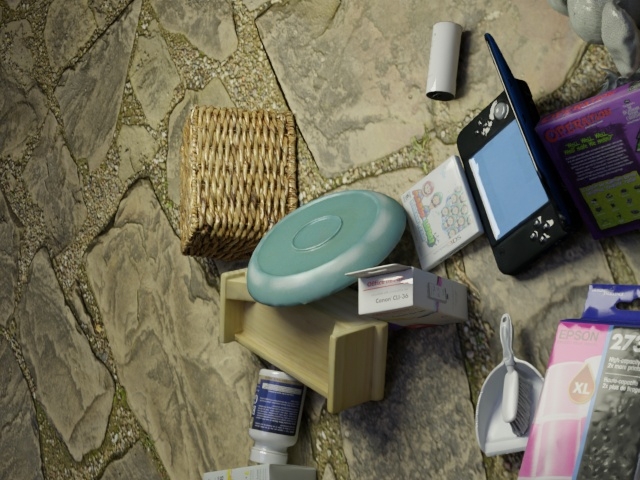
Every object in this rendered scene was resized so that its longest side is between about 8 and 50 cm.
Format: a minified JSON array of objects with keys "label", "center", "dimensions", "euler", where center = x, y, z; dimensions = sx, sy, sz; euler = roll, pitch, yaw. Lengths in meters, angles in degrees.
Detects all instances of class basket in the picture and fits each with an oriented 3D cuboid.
[{"label":"basket","center":[-0.178,-0.110,2.049],"dimensions":[0.213,0.223,0.299],"euler":[126,143,-64]}]

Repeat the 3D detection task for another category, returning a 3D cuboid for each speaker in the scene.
[{"label":"speaker","center":[0.223,-0.323,1.767],"dimensions":[0.055,0.055,0.136],"euler":[-3,74,43]}]

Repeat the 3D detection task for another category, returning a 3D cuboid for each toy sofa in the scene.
[{"label":"toy sofa","center":[-0.019,0.163,1.791],"dimensions":[0.362,0.177,0.150],"euler":[24,118,46]}]

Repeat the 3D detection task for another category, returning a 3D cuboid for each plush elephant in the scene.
[{"label":"plush elephant","center":[0.465,-0.353,1.409],"dimensions":[0.330,0.255,0.272],"euler":[-53,48,17]}]

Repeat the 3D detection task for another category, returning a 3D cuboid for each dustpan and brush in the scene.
[{"label":"dustpan and brush","center":[0.300,0.217,1.516],"dimensions":[0.147,0.060,0.211],"euler":[-22,47,39]}]

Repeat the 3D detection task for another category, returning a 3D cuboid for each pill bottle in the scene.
[{"label":"pill bottle","center":[-0.082,0.329,1.816],"dimensions":[0.094,0.094,0.169],"euler":[2,78,43]}]

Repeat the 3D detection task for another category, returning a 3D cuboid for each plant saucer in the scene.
[{"label":"plant saucer","center":[0.000,0.000,1.751],"dimensions":[0.318,0.043,0.317],"euler":[-23,28,13]}]

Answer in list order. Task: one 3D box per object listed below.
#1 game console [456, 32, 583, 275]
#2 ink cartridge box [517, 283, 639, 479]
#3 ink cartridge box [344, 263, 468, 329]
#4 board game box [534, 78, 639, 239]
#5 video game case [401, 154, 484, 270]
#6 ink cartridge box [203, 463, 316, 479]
[{"label":"game console","center":[0.280,-0.128,1.535],"dimensions":[0.250,0.173,0.293],"euler":[-44,49,43]},{"label":"ink cartridge box","center":[0.399,0.220,1.366],"dimensions":[0.176,0.069,0.371],"euler":[-1,61,47]},{"label":"ink cartridge box","center":[0.141,0.094,1.609],"dimensions":[0.115,0.198,0.067],"euler":[-15,67,40]},{"label":"board game box","center":[0.501,-0.136,1.362],"dimensions":[0.347,0.208,0.056],"euler":[-18,26,38]},{"label":"video game case","center":[0.209,-0.047,1.701],"dimensions":[0.143,0.019,0.157],"euler":[-39,53,40]},{"label":"ink cartridge box","center":[-0.111,0.480,1.772],"dimensions":[0.176,0.127,0.128],"euler":[-19,65,39]}]
